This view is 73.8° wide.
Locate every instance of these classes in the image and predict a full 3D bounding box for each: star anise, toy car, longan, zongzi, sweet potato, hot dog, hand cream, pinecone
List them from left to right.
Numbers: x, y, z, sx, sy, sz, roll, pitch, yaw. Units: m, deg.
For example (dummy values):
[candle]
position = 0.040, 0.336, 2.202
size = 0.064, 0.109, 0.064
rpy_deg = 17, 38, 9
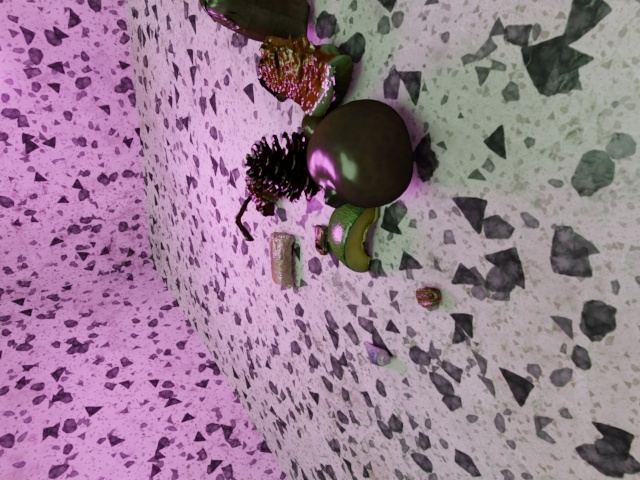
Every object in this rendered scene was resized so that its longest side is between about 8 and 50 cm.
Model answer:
[zongzi]
position = -0.251, -0.730, 1.340
size = 0.360, 0.323, 0.160
rpy_deg = 39, 119, 47
[star anise]
position = -0.256, -0.153, 1.749
size = 0.237, 0.148, 0.346
rpy_deg = 42, 123, 42
[pinecone]
position = -0.110, -0.245, 1.388
size = 0.246, 0.292, 0.246
rpy_deg = -14, 74, 59
[toy car]
position = 0.000, 0.000, 1.554
size = 0.059, 0.035, 0.122
rpy_deg = 24, 122, 43
[sweet potato]
position = 0.051, -0.290, 1.279
size = 0.273, 0.075, 0.075
rpy_deg = 36, 135, 15
[longan]
position = 0.103, -0.213, 1.111
size = 0.300, 0.243, 0.300
rpy_deg = -12, 67, 29
[hand cream]
position = 0.190, 0.396, 1.457
size = 0.142, 0.053, 0.084
rpy_deg = -9, 98, 66
[hot dog]
position = 0.300, 0.160, 1.202
size = 0.083, 0.035, 0.058
rpy_deg = -23, 82, 56

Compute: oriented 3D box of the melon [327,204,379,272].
[melon]
position = 0.076, -0.029, 1.358
size = 0.169, 0.129, 0.265
rpy_deg = 38, 134, 44

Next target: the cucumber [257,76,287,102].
[cucumber]
position = -0.170, -0.552, 1.539
size = 0.181, 0.053, 0.053
rpy_deg = 48, 139, 35

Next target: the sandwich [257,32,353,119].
[sandwich]
position = -0.047, -0.517, 1.282
size = 0.301, 0.162, 0.250
rpy_deg = 32, 151, 4

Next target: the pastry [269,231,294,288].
[pastry]
position = -0.163, 0.085, 1.783
size = 0.121, 0.089, 0.259
rpy_deg = -140, 47, -56
